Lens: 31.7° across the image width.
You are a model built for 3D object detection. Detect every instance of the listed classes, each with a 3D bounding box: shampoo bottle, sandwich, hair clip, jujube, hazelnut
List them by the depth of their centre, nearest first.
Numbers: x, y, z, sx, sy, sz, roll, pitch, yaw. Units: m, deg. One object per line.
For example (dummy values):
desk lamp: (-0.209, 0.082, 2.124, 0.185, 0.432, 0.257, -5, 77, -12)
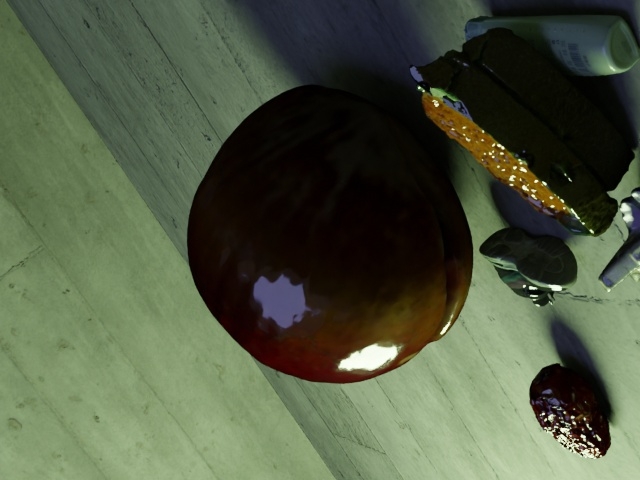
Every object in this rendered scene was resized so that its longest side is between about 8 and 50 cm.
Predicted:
shampoo bottle: (0.243, -0.213, 1.212, 0.212, 0.049, 0.072, 20, 155, 52)
hair clip: (0.381, -0.025, 1.215, 0.106, 0.084, 0.292, 51, 155, 12)
sandwich: (0.225, -0.125, 1.256, 0.292, 0.109, 0.212, 38, 179, -4)
hazelnut: (0.000, 0.000, 1.616, 0.429, 0.402, 0.402, 52, 163, 30)
jujube: (0.376, 0.260, 1.674, 0.166, 0.104, 0.104, 50, 160, -12)

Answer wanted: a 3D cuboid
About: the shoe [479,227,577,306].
shoe: (0.292, 0.047, 1.527, 0.169, 0.071, 0.099, 27, 152, 55)
